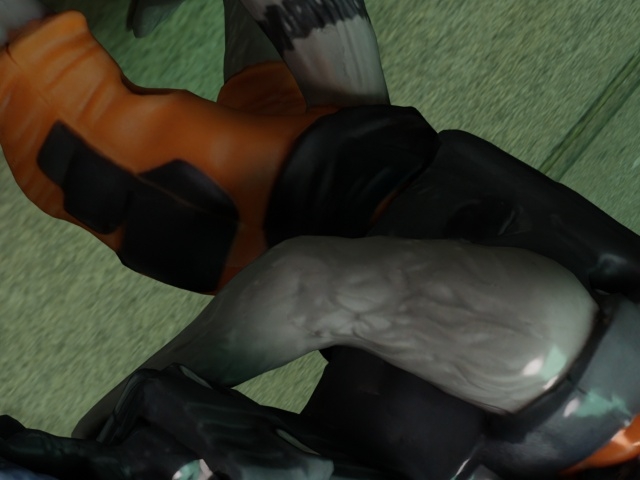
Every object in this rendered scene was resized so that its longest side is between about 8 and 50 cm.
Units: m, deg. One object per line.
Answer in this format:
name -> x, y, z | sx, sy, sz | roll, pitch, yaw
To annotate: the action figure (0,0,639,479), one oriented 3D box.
action figure -> 0.000, 0.000, 0.500 | 0.178, 0.330, 0.341 | -51, 160, 9
